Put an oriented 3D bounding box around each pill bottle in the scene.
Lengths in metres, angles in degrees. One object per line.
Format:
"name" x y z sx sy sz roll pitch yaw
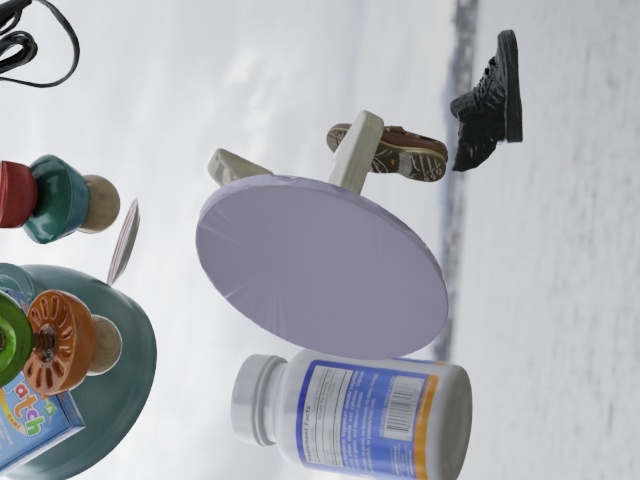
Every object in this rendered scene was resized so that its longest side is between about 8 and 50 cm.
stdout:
"pill bottle" 0.036 0.209 1.771 0.152 0.272 0.152 6 -90 -69

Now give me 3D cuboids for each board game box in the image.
"board game box" -0.364 0.172 1.496 0.160 0.211 0.039 62 -168 15

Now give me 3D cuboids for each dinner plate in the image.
"dinner plate" -0.285 0.005 2.135 0.141 0.017 0.141 -163 90 -76

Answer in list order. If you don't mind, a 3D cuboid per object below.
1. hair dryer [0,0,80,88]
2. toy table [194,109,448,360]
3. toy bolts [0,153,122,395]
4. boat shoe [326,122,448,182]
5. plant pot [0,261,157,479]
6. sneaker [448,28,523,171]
"hair dryer" -0.375 -0.147 1.369 0.224 0.293 0.080 -63 -18 -9
"toy table" 0.000 0.000 1.538 0.252 0.274 0.161 -46 21 21
"toy bolts" -0.289 0.025 1.441 0.158 0.218 0.228 6 -84 -43
"boat shoe" 0.097 -0.134 2.097 0.060 0.178 0.064 -70 -7 -46
"plant pot" -0.389 0.148 1.908 0.196 0.293 0.293 47 -137 -49
"sneaker" 0.190 -0.163 1.709 0.051 0.089 0.170 -75 -21 -58
